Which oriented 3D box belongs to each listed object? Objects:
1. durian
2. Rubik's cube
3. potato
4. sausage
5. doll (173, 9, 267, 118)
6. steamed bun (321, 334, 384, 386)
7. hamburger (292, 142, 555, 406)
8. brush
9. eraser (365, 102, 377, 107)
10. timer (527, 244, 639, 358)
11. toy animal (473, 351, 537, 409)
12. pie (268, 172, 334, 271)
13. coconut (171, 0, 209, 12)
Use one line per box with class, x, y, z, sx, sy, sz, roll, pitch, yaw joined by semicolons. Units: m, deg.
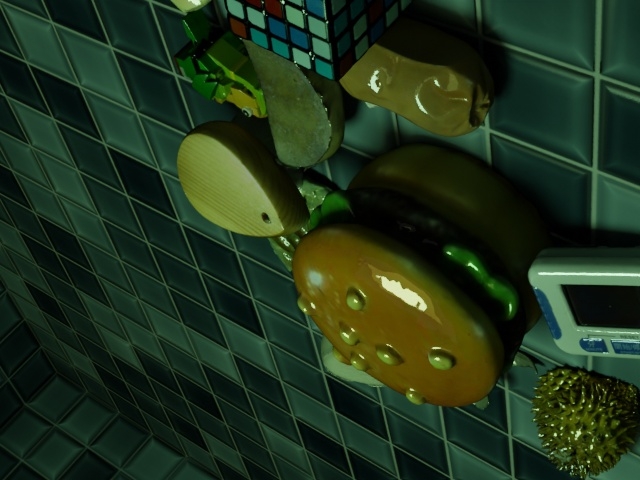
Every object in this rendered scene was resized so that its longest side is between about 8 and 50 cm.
durian;0.425;0.316;1.890;0.183;0.138;0.250;27;157;11
Rubik's cube;-0.005;-0.344;1.410;0.187;0.184;0.182;30;152;25
potato;-0.021;-0.227;1.707;0.138;0.098;0.243;12;132;36
sausage;0.116;-0.223;1.498;0.241;0.120;0.136;30;144;23
doll;-0.145;-0.271;1.794;0.186;0.106;0.134;40;155;3
steamed bun;0.092;0.189;2.129;0.177;0.131;0.228;11;158;3
hamburger;0.146;0.062;1.714;0.395;0.277;0.396;31;152;18
brush;-0.096;-0.103;1.857;0.266;0.166;0.174;38;133;27
eraser;0.065;-0.234;1.665;0.038;0.019;0.083;2;133;55
timer;0.428;0.082;1.559;0.253;0.078;0.178;1;131;38
toy animal;0.269;0.214;1.981;0.155;0.095;0.219;48;153;-21
pie;0.000;0.000;2.053;0.306;0.071;0.306;32;153;18
coconut;-0.198;-0.408;1.655;0.122;0.116;0.116;48;154;-24
